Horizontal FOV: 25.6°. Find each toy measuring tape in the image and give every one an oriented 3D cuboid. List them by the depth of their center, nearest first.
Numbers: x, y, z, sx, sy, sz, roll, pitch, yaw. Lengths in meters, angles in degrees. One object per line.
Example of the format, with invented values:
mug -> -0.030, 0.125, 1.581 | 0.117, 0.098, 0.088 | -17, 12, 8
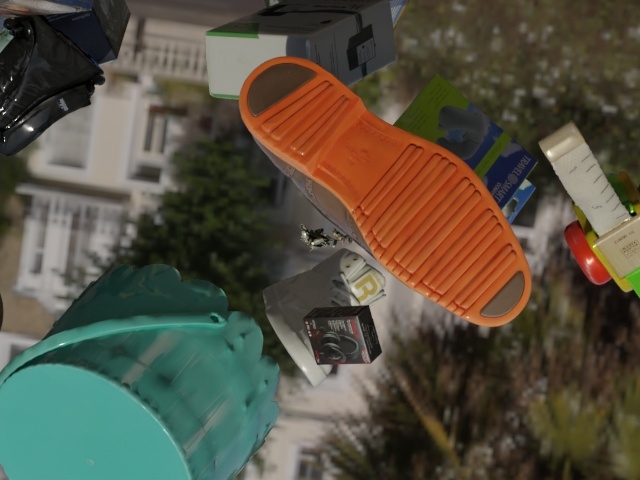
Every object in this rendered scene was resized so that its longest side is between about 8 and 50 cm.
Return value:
toy measuring tape -> 0.270, -0.041, 1.347 | 0.121, 0.121, 0.330 | 11, 158, 38

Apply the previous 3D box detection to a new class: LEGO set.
LEGO set -> 0.002, 0.001, 1.616 | 0.083, 0.023, 0.054 | 12, -164, -37

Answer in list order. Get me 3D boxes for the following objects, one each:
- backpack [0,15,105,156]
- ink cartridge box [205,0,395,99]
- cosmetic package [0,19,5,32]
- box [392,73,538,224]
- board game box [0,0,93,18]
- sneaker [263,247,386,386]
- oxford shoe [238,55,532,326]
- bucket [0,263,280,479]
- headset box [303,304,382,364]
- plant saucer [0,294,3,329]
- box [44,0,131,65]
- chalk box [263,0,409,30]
backpack -> -0.392, -0.199, 1.851 | 0.152, 0.182, 0.115 | 40, -175, -17
ink cartridge box -> -0.021, -0.238, 1.736 | 0.153, 0.087, 0.208 | 7, -156, 29
cosmetic package -> -0.536, -0.492, 2.034 | 0.097, 0.377, 0.284 | -11, 154, -26
box -> 0.167, -0.095, 1.612 | 0.178, 0.109, 0.042 | 40, 144, -1
board game box -> -0.290, -0.192, 0.919 | 0.243, 0.042, 0.165 | 8, -178, -34
sneaker -> 0.016, 0.091, 1.981 | 0.169, 0.108, 0.292 | -30, -159, 2
oxford shoe -> 0.071, -0.044, 1.443 | 0.363, 0.130, 0.133 | 45, 171, 16
bucket -> -0.198, 0.181, 1.479 | 0.281, 0.281, 0.183 | 10, -149, 22
headset box -> 0.029, 0.109, 1.617 | 0.083, 0.062, 0.032 | -3, -158, 33
plant saucer -> -0.582, 0.099, 1.951 | 0.277, 0.041, 0.278 | 3, -135, -3
box -> -0.357, -0.353, 2.058 | 0.093, 0.158, 0.156 | -14, -147, 11
chalk box -> -0.006, -0.433, 1.991 | 0.179, 0.289, 0.180 | -18, 171, -13
